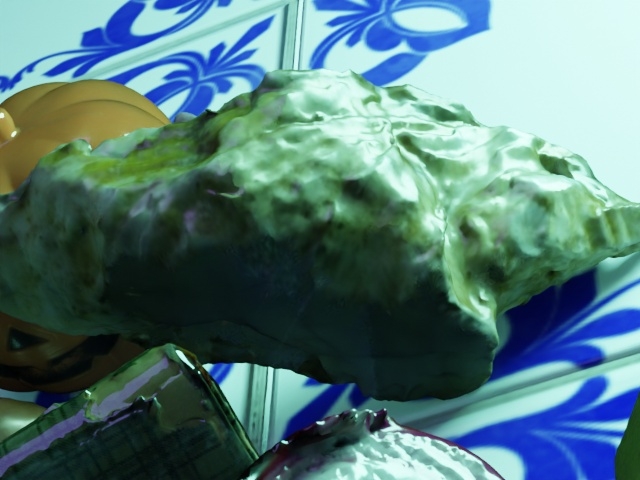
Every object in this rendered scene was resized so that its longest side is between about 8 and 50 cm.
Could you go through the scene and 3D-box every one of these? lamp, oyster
[{"bbox_3d":[-0.155,-0.010,1.013,0.187,0.164,0.188,-22,31,14],"label":"lamp"},{"bbox_3d":[-0.001,0.005,0.871,0.341,0.166,0.110,10,36,-6],"label":"oyster"}]

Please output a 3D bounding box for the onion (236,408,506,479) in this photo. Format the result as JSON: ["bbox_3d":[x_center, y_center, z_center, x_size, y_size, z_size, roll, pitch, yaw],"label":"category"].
[{"bbox_3d":[0.031,0.176,0.672,0.198,0.135,0.173,40,51,15],"label":"onion"}]

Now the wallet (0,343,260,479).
[{"bbox_3d":[-0.154,0.184,0.736,0.317,0.169,0.044,-31,26,-6],"label":"wallet"}]

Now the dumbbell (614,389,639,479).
[{"bbox_3d":[0.162,0.156,0.595,0.108,0.121,0.302,-44,21,33],"label":"dumbbell"}]

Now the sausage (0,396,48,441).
[{"bbox_3d":[-0.280,0.166,0.946,0.304,0.078,0.078,-29,32,-1],"label":"sausage"}]
